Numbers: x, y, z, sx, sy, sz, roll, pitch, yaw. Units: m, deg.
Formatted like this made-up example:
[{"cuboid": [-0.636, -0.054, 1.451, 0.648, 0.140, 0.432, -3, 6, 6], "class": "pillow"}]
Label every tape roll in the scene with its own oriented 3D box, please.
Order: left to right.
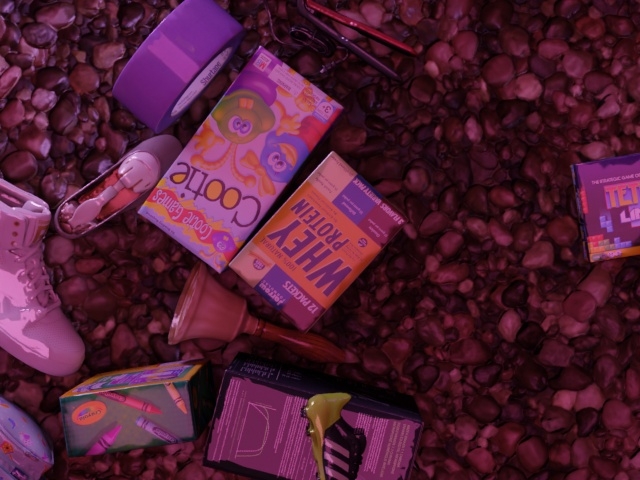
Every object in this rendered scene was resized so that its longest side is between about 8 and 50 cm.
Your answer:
[{"cuboid": [-0.189, -0.239, 1.880, 0.080, 0.189, 0.189, 41, 92, -1], "class": "tape roll"}]

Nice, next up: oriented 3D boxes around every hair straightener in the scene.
[{"cuboid": [0.016, -0.277, 1.946, 0.230, 0.047, 0.089, 28, 92, 0], "class": "hair straightener"}]

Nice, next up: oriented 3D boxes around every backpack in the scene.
[{"cuboid": [-0.459, 0.289, 1.902, 0.188, 0.166, 0.144, 34, 94, -15], "class": "backpack"}]

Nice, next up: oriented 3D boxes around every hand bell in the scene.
[{"cuboid": [-0.079, 0.126, 1.947, 0.242, 0.126, 0.126, 21, 92, -12], "class": "hand bell"}]

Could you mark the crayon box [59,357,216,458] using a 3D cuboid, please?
[{"cuboid": [-0.234, 0.218, 1.851, 0.165, 0.278, 0.081, -8, 91, 1], "class": "crayon box"}]

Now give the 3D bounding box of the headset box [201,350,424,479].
[{"cuboid": [0.001, 0.254, 1.866, 0.283, 0.246, 0.131, 14, 91, -1], "class": "headset box"}]

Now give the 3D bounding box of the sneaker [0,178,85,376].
[{"cuboid": [-0.406, 0.041, 1.912, 0.292, 0.108, 0.169, 44, 114, 0], "class": "sneaker"}]

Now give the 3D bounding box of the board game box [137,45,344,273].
[{"cuboid": [-0.105, -0.107, 1.904, 0.144, 0.142, 0.275, 36, 91, 0], "class": "board game box"}]

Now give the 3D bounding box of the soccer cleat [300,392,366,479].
[{"cuboid": [0.026, 0.275, 1.715, 0.072, 0.060, 0.179, -11, 90, -7], "class": "soccer cleat"}]

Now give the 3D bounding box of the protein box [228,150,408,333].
[{"cuboid": [0.000, 0.000, 1.879, 0.136, 0.200, 0.201, 42, 93, 0], "class": "protein box"}]

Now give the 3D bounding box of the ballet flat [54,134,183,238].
[{"cuboid": [-0.280, -0.070, 1.947, 0.213, 0.068, 0.072, -36, 95, 2], "class": "ballet flat"}]

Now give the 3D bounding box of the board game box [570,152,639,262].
[{"cuboid": [0.445, -0.051, 1.947, 0.170, 0.048, 0.141, -10, 93, 1], "class": "board game box"}]
